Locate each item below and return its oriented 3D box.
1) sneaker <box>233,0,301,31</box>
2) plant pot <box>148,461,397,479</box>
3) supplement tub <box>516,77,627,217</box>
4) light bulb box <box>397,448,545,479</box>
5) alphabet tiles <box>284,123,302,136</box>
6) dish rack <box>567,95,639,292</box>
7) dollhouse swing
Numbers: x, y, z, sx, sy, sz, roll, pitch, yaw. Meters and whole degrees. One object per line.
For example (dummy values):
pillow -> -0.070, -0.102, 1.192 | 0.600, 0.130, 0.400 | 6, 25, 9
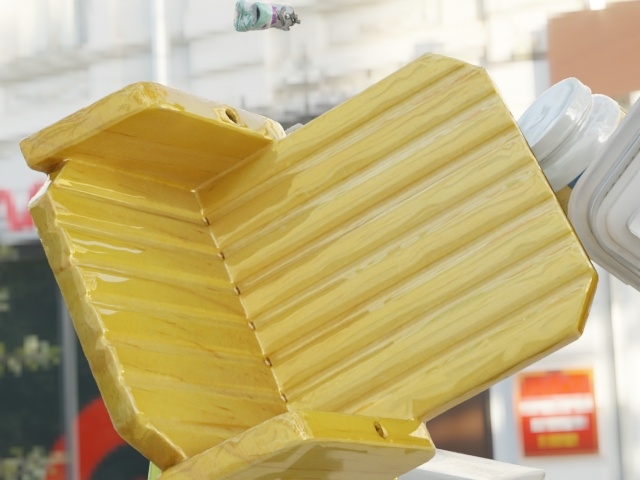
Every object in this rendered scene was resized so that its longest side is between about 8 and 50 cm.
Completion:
sneaker -> -0.056, -0.253, 2.010 | 0.069, 0.038, 0.098 | 2, 9, -23
plant pot -> -0.032, 0.233, 1.849 | 0.228, 0.227, 0.207 | -3, -32, 18
supplement tub -> 0.314, -0.072, 1.988 | 0.199, 0.144, 0.144 | 41, -23, -15
light bulb box -> 0.059, 0.366, 2.209 | 0.361, 0.225, 0.358 | 10, -2, 18
alphabet tiles -> -0.106, 0.007, 2.359 | 0.011, 0.285, 0.342 | 24, 35, 26
dish rack -> 0.410, -0.026, 1.497 | 0.333, 0.285, 0.072 | 35, 11, -3
dollhouse swing -> 0.000, 0.000, 1.454 | 0.305, 0.347, 0.315 | -36, -26, 24
